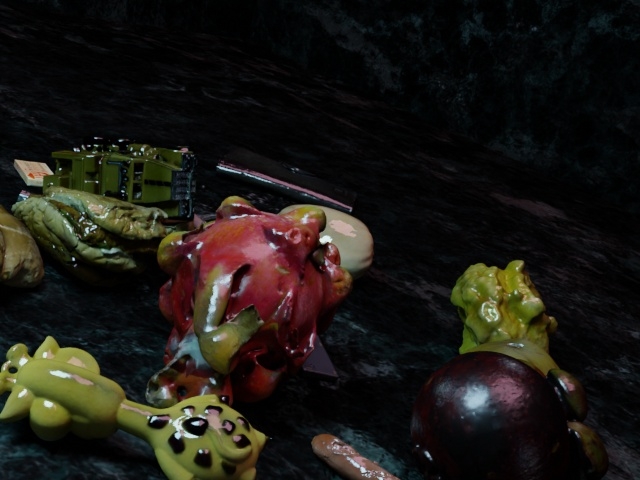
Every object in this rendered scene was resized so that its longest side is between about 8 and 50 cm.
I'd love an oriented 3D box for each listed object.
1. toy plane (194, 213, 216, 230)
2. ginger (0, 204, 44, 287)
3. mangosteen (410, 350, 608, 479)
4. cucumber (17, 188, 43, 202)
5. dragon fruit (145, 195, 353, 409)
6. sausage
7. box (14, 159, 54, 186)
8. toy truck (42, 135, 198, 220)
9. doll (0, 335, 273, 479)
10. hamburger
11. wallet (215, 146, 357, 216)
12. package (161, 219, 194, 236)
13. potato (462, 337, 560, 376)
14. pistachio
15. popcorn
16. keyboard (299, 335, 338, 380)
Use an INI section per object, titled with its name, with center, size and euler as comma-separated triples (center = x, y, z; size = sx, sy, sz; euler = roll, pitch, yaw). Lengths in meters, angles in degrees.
[toy plane]
center = -0.251, -0.051, 1.575
size = 0.226, 0.058, 0.226
euler = 10, 23, -34
[ginger]
center = -0.452, -0.011, 1.209
size = 0.148, 0.081, 0.334
euler = 28, 9, -38
[mangosteen]
center = 0.202, 0.218, 1.006
size = 0.210, 0.209, 0.210
euler = 16, 19, -6
[cucumber]
center = -0.425, -0.049, 1.450
size = 0.133, 0.032, 0.032
euler = 18, 19, -3
[dragon fruit]
center = -0.088, 0.086, 1.092
size = 0.243, 0.227, 0.307
euler = 23, 50, -40
[sausage]
center = 0.051, 0.264, 1.005
size = 0.158, 0.042, 0.036
euler = 27, 58, 29
[box]
center = -0.510, -0.119, 1.592
size = 0.058, 0.015, 0.093
euler = 6, 21, -36
[toy truck]
center = -0.318, -0.101, 1.437
size = 0.257, 0.127, 0.127
euler = 7, 7, 25
[doll]
center = -0.194, 0.185, 0.914
size = 0.291, 0.086, 0.117
euler = 20, 45, -3
[hamburger]
center = -0.336, -0.008, 1.294
size = 0.206, 0.130, 0.183
euler = 15, -1, 35
[wallet]
center = -0.067, -0.133, 2.000
size = 0.318, 0.045, 0.172
euler = 20, 20, 2
[package]
center = -0.276, -0.013, 1.455
size = 0.131, 0.047, 0.071
euler = 2, 13, 15
[potato]
center = 0.244, 0.203, 1.190
size = 0.155, 0.137, 0.200
euler = 30, 16, 18
[pistachio]
center = 0.000, 0.000, 1.571
size = 0.200, 0.117, 0.145
euler = 22, 24, 14
[popcorn]
center = 0.288, 0.127, 1.380
size = 0.156, 0.197, 0.197
euler = -10, 17, 7
[keyboard]
center = -0.022, 0.150, 1.287
size = 0.055, 0.014, 0.176
euler = 12, 20, -20
